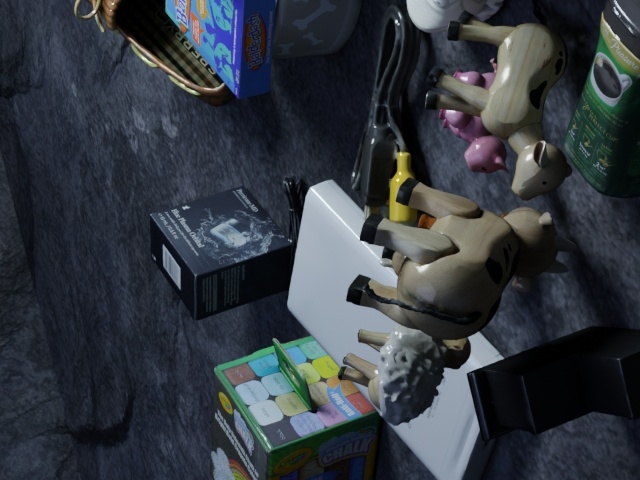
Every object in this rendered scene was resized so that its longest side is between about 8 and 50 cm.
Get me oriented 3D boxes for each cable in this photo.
[{"bbox_3d":[0.088,-0.139,1.655,0.139,0.072,0.287,-120,35,-64],"label":"cable"}]

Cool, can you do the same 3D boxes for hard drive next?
[{"bbox_3d":[0.089,0.120,1.744,0.353,0.047,0.233,47,146,29],"label":"hard drive"}]

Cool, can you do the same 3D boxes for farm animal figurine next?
[{"bbox_3d":[0.156,-0.019,1.361,0.172,0.327,0.330,20,136,16],"label":"farm animal figurine"}]

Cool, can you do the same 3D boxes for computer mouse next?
[{"bbox_3d":[0.000,0.000,1.906,0.193,0.042,0.106,44,142,46],"label":"computer mouse"}]

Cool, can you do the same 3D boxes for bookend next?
[{"bbox_3d":[0.250,0.140,1.345,0.157,0.156,0.072,-1,105,63],"label":"bookend"}]

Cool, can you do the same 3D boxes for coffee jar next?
[{"bbox_3d":[0.271,-0.131,1.216,0.184,0.079,0.096,99,152,-45],"label":"coffee jar"}]

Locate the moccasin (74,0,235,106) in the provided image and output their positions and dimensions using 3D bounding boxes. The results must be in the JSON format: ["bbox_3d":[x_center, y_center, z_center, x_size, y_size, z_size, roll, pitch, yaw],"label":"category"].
[{"bbox_3d":[-0.252,-0.332,1.946,0.380,0.139,0.147,51,-171,3],"label":"moccasin"}]

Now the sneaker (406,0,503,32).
[{"bbox_3d":[0.135,-0.279,1.362,0.110,0.118,0.292,66,156,10],"label":"sneaker"}]

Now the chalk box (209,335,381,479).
[{"bbox_3d":[-0.036,0.259,1.992,0.180,0.179,0.289,51,147,40],"label":"chalk box"}]

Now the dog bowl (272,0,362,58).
[{"bbox_3d":[-0.076,-0.383,1.748,0.349,0.102,0.349,42,141,48],"label":"dog bowl"}]

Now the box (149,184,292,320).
[{"bbox_3d":[-0.146,0.016,2.079,0.156,0.158,0.093,49,147,40],"label":"box"}]

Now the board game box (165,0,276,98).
[{"bbox_3d":[-0.124,-0.295,1.725,0.210,0.047,0.160,51,148,40],"label":"board game box"}]
